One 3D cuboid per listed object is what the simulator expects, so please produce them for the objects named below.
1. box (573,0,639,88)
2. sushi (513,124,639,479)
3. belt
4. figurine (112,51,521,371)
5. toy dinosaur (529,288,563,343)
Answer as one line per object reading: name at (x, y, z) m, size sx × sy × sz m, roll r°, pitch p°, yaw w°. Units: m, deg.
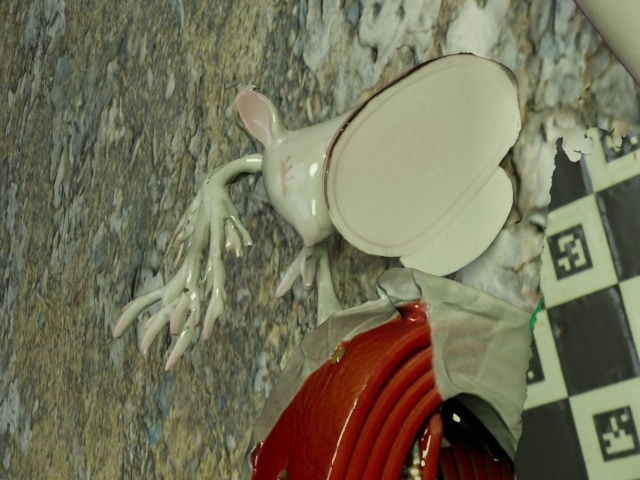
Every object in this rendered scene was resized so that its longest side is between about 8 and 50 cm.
box at (0.239, -0.221, 0.638) m, size 0.289 × 0.141 × 0.349 m, roll -61°, pitch 33°, yaw 34°
sushi at (0.226, 0.084, 0.578) m, size 0.290 × 0.050 × 0.264 m, roll 11°, pitch 97°, yaw 47°
belt at (0.068, 0.180, 0.730) m, size 0.115 × 0.227 × 0.324 m, roll -4°, pitch 83°, yaw 59°
figurine at (-0.011, -0.009, 0.978) m, size 0.315 × 0.206 × 0.284 m, roll -9°, pitch 62°, yaw 65°
toy dinosaur at (0.184, 0.037, 0.698) m, size 0.059 × 0.132 × 0.096 m, roll 33°, pitch 154°, yaw 58°
